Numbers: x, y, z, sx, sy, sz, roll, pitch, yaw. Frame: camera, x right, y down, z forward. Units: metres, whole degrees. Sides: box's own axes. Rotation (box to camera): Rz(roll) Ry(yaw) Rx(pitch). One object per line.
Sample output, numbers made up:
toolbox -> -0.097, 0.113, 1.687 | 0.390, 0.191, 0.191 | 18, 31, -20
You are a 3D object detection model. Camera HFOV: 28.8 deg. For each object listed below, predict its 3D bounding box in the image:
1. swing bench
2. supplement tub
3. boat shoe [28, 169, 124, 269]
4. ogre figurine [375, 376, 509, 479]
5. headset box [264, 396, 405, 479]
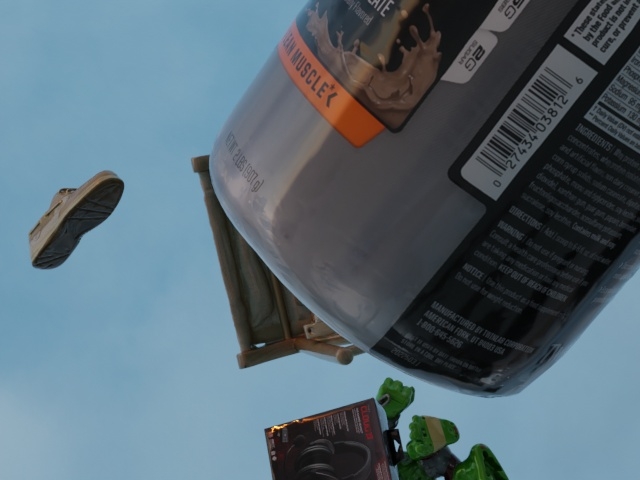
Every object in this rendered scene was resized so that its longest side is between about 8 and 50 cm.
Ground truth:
swing bench -> 0.000, 0.000, 1.386 | 0.165, 0.255, 0.253 | -14, -88, -30
supplement tub -> 0.117, -0.110, 0.580 | 0.207, 0.207, 0.338 | 29, -70, -22
boat shoe -> -0.245, -0.028, 1.219 | 0.135, 0.045, 0.050 | -42, -31, 23
ogre figurine -> 0.106, 0.229, 1.232 | 0.197, 0.118, 0.096 | 29, -135, -22
headset box -> 0.012, 0.140, 0.783 | 0.083, 0.062, 0.032 | -17, -31, 11
